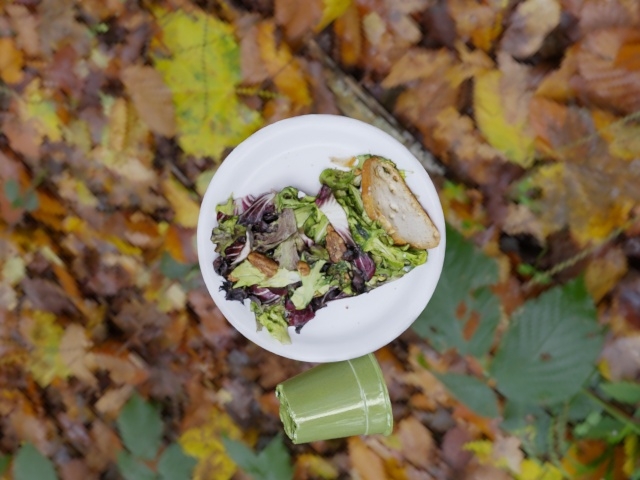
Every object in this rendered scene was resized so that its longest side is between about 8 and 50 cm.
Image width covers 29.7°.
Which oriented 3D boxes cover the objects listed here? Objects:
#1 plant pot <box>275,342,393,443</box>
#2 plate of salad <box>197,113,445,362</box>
[{"bbox_3d":[0.008,0.132,0.992,0.083,0.079,0.083,164,90,-75],"label":"plant pot"},{"bbox_3d":[0.000,0.000,0.958,0.200,0.200,0.048,45,-175,-3],"label":"plate of salad"}]
